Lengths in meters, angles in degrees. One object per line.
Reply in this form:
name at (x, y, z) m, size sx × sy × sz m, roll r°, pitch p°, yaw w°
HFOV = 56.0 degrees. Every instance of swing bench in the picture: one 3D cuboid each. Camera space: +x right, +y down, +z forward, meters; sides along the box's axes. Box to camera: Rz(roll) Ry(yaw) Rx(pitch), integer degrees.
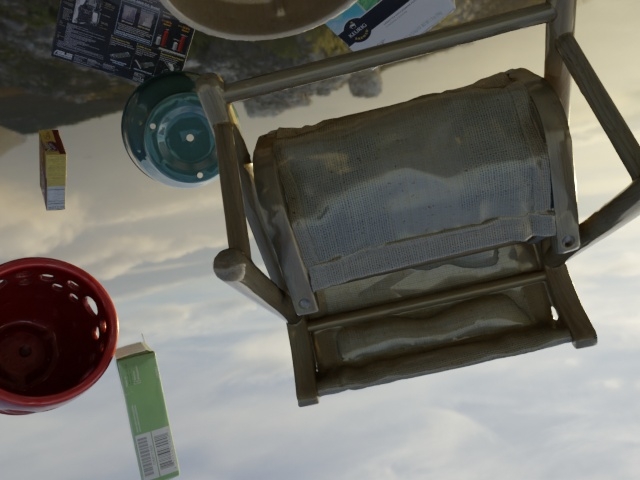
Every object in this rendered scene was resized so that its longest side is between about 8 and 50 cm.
swing bench at (0.073, -0.009, 0.448) m, size 0.253 × 0.165 × 0.254 m, roll -13°, pitch 148°, yaw 3°

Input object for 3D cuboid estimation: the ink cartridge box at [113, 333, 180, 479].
ink cartridge box at (-0.259, 0.233, 0.879) m, size 0.056 × 0.171 × 0.235 m, roll -12°, pitch -178°, yaw -22°

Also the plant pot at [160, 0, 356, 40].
plant pot at (-0.098, -0.523, 0.877) m, size 0.334 × 0.305 × 0.334 m, roll -10°, pitch 164°, yaw -3°

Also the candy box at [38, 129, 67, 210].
candy box at (-0.701, -0.183, 1.574) m, size 0.053 × 0.109 × 0.186 m, roll -7°, pitch 138°, yaw -32°

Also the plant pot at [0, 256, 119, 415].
plant pot at (-0.388, 0.136, 0.799) m, size 0.191 × 0.191 × 0.174 m, roll -13°, pitch 168°, yaw -40°

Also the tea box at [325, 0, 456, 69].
tea box at (0.081, -0.592, 1.196) m, size 0.220 × 0.328 × 0.324 m, roll -30°, pitch 131°, yaw 35°

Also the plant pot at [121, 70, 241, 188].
plant pot at (-0.290, -0.229, 1.304) m, size 0.272 × 0.271 × 0.255 m, roll -11°, pitch -162°, yaw -15°

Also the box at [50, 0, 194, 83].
box at (-0.468, -0.520, 1.455) m, size 0.308 × 0.242 × 0.076 m, roll 12°, pitch -150°, yaw -22°
